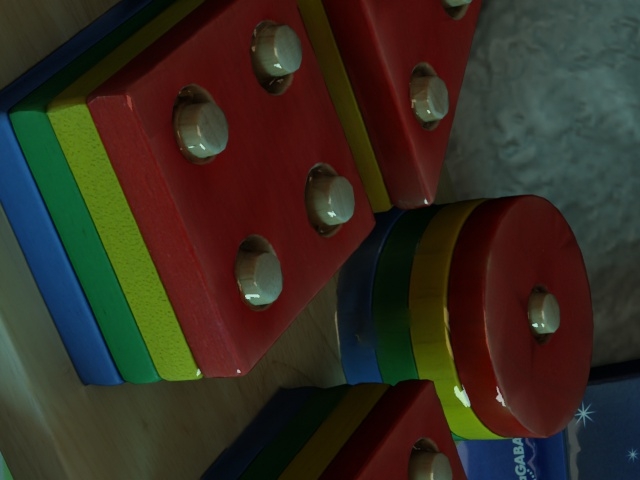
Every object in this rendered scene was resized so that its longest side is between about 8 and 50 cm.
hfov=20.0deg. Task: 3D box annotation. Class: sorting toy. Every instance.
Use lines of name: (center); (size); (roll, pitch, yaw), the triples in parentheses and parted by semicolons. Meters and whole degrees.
sorting toy: (0.000, 0.000, 0.608); (0.255, 0.089, 0.257); (-47, 123, -49)

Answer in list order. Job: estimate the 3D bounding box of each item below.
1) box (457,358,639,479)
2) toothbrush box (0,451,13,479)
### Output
box: (0.171, 0.115, 0.796); (0.225, 0.036, 0.136); (-8, 97, -17)
toothbrush box: (-0.152, 0.103, 0.641); (0.206, 0.122, 0.283); (-12, 97, -18)
